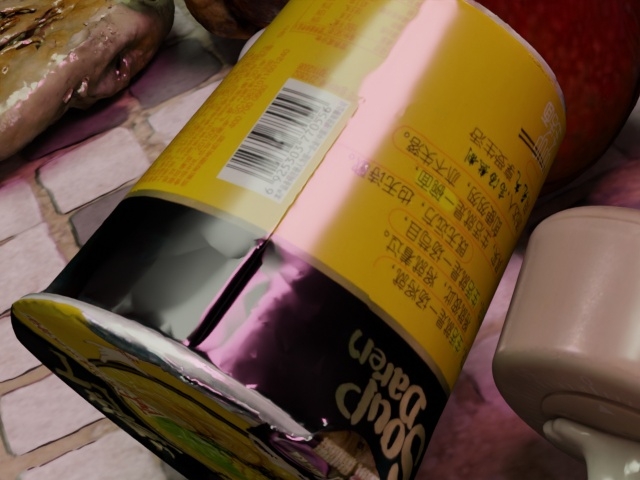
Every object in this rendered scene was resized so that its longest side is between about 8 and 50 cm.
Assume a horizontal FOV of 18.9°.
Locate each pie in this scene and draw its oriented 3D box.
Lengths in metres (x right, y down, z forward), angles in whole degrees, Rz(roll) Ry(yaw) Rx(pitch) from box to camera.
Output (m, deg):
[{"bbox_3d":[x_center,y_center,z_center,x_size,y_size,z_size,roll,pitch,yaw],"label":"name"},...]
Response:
[{"bbox_3d":[-0.272,-0.143,1.504,0.339,0.077,0.339,-16,34,11],"label":"pie"}]

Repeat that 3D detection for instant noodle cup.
[{"bbox_3d":[0.000,0.000,0.912,0.215,0.215,0.236,16,67,43],"label":"instant noodle cup"}]

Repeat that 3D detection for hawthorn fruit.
[{"bbox_3d":[0.098,-0.152,1.133,0.208,0.208,0.248,11,88,40],"label":"hawthorn fruit"}]

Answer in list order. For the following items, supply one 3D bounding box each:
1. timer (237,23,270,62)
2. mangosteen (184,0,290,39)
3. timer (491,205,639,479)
[{"bbox_3d":[0.017,-0.114,1.277,0.136,0.099,0.136,-9,49,11],"label":"timer"},{"bbox_3d":[-0.050,-0.235,1.406,0.217,0.192,0.192,-16,34,8],"label":"mangosteen"},{"bbox_3d":[0.120,0.139,0.855,0.175,0.175,0.266,12,65,41],"label":"timer"}]
